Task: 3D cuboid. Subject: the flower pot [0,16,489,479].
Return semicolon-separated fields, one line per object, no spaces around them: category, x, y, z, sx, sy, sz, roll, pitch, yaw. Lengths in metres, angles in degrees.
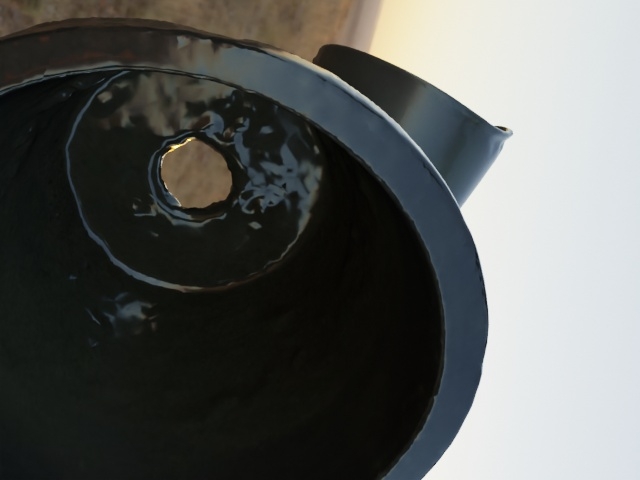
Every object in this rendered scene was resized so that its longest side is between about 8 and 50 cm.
flower pot;-0.067;0.004;0.467;0.166;0.269;0.269;-93;-163;-59

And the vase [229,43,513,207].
vase;0.000;0.000;0.743;0.301;0.156;0.251;-60;148;-1
